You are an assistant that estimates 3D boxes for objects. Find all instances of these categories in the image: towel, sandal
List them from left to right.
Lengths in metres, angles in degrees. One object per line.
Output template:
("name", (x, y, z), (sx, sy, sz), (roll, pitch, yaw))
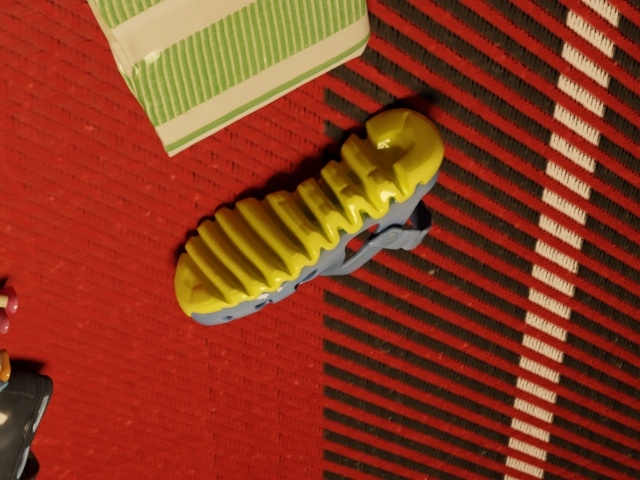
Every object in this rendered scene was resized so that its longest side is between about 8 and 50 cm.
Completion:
("towel", (-0.091, -0.241, 1.388), (0.248, 0.038, 0.324), (-28, 137, -4))
("sandal", (0.000, 0.000, 1.616), (0.317, 0.126, 0.138), (-28, 143, 1))

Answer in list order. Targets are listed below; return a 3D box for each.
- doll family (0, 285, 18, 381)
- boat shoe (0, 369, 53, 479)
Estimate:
("doll family", (-0.399, 0.145, 1.531), (0.163, 0.118, 0.263), (6, 128, -33))
("boat shoe", (-0.339, 0.250, 1.682), (0.089, 0.109, 0.258), (-3, 134, -32))
